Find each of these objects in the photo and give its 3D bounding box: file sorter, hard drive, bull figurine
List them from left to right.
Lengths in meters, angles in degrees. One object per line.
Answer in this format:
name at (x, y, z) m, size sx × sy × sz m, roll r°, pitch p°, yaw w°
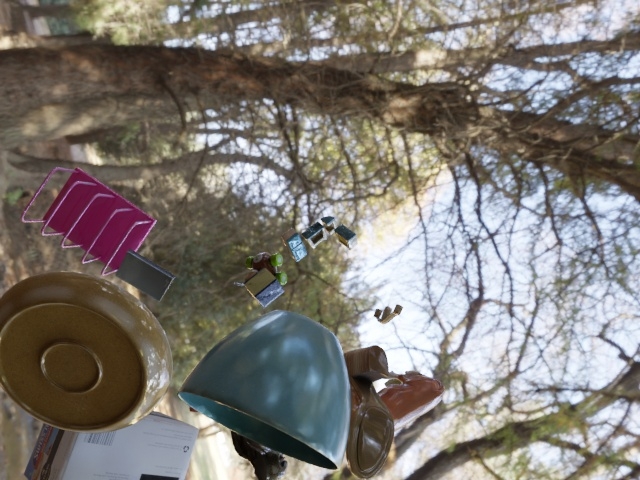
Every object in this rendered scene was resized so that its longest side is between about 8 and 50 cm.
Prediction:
file sorter at (-0.684, -0.056, 1.621) m, size 0.291 × 0.202 × 0.182 m, roll 34°, pitch 3°, yaw -3°
hard drive at (-0.460, 0.092, 1.442) m, size 0.094 × 0.135 × 0.022 m, roll -54°, pitch -171°, yaw 29°
bull figurine at (0.148, 0.408, 1.334) m, size 0.188 × 0.310 × 0.101 m, roll -166°, pitch -121°, yaw -71°

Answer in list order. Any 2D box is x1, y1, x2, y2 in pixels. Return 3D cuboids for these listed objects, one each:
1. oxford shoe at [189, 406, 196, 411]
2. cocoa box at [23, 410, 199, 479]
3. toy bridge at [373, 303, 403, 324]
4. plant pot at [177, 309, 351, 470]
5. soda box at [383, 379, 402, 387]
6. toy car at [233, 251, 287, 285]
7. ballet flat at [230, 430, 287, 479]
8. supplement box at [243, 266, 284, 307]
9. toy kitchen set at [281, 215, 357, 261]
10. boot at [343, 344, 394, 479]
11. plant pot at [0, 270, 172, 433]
oxford shoe at (-0.247, 0.334, 1.343) m, size 0.271 × 0.097 × 0.098 m, roll -36°, pitch 118°, yaw -74°
cocoa box at (-0.556, 0.568, 1.481) m, size 0.228 × 0.347 × 0.231 m, roll -1°, pitch -112°, yaw 46°
toy bridge at (0.230, 0.262, 1.927) m, size 0.026 × 0.063 × 0.188 m, roll 31°, pitch -19°, yaw -10°
plant pot at (-0.067, 0.235, 0.938) m, size 0.290 × 0.195 × 0.290 m, roll 20°, pitch -27°, yaw 11°
soda box at (0.308, 0.596, 2.070) m, size 0.181 × 0.058 × 0.061 m, roll 61°, pitch -14°, yaw -24°
toy car at (-0.251, 0.136, 2.137) m, size 0.155 × 0.188 × 0.149 m, roll -7°, pitch -80°, yaw 32°
ballet flat at (-0.127, 0.406, 1.105) m, size 0.250 × 0.058 × 0.084 m, roll 14°, pitch -78°, yaw 63°
supplement box at (-0.168, 0.138, 1.625) m, size 0.083 × 0.083 × 0.056 m, roll 38°, pitch -18°, yaw 47°
toy kitchen set at (0.000, 0.000, 1.965) m, size 0.166 × 0.207 × 0.122 m, roll 39°, pitch -19°, yaw 40°
boot at (0.043, 0.373, 1.177) m, size 0.220 × 0.109 × 0.283 m, roll -34°, pitch -138°, yaw 41°
plant pot at (-0.305, 0.151, 0.683) m, size 0.032 × 0.236 × 0.236 m, roll -85°, pitch 167°, yaw -68°
